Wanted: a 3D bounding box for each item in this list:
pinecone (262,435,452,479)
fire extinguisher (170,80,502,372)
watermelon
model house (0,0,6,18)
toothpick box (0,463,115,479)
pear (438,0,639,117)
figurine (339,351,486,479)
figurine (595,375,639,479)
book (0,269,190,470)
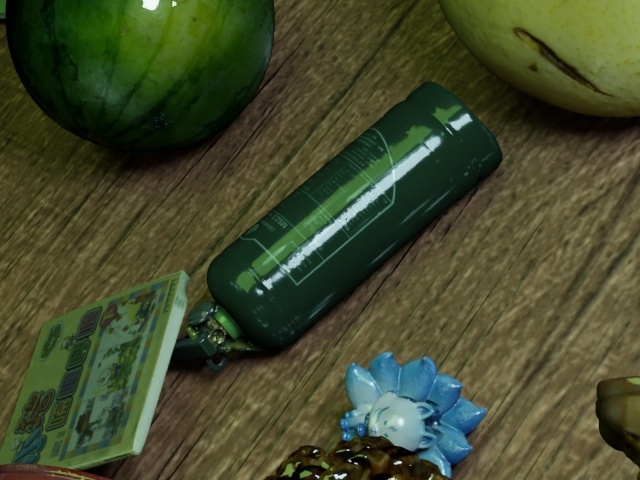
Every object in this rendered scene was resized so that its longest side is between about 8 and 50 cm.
[{"bbox_3d":[0.021,0.206,1.127,0.174,0.173,0.173,-13,50,16],"label":"pinecone"},{"bbox_3d":[0.000,0.000,1.340,0.311,0.095,0.114,-41,22,-10],"label":"fire extinguisher"},{"bbox_3d":[-0.160,-0.198,1.475,0.242,0.242,0.242,-13,50,16],"label":"watermelon"},{"bbox_3d":[-0.287,-0.339,1.590,0.300,0.323,0.340,6,58,31],"label":"model house"},{"bbox_3d":[-0.198,0.341,1.091,0.204,0.204,0.333,-2,53,25],"label":"toothpick box"},{"bbox_3d":[0.228,-0.258,1.300,0.309,0.309,0.309,-13,50,16],"label":"pear"},{"bbox_3d":[0.071,0.134,1.205,0.114,0.079,0.114,-5,79,26],"label":"figurine"},{"bbox_3d":[0.185,0.270,0.917,0.186,0.261,0.381,-6,75,20],"label":"figurine"},{"bbox_3d":[-0.189,0.118,1.346,0.192,0.013,0.168,-20,44,41],"label":"book"}]
